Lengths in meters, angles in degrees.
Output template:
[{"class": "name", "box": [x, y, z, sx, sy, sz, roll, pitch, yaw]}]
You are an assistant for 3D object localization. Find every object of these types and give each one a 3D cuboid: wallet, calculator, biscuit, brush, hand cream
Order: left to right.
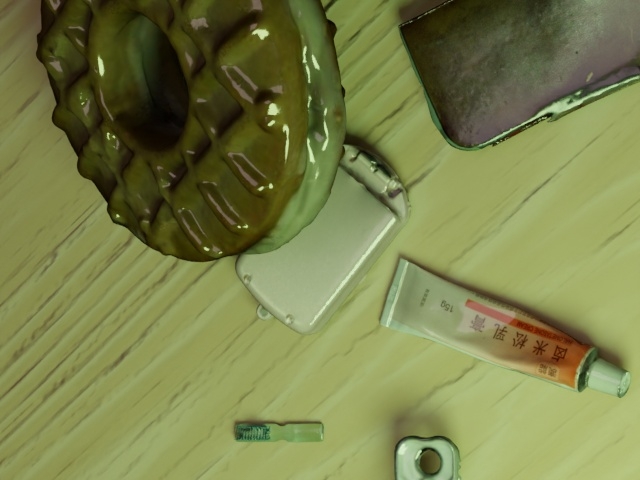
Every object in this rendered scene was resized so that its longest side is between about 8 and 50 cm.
[{"class": "biscuit", "box": [-0.111, -0.135, 1.189, 0.332, 0.103, 0.332, 23, 123, 39]}, {"class": "brush", "box": [-0.037, 0.166, 1.265, 0.083, 0.013, 0.016, -3, 85, 21]}, {"class": "calculator", "box": [0.000, 0.000, 1.243, 0.100, 0.032, 0.175, 43, 104, 19]}, {"class": "hand cream", "box": [0.148, 0.075, 1.182, 0.216, 0.038, 0.052, 21, 69, 26]}, {"class": "wallet", "box": [0.193, -0.171, 1.170, 0.255, 0.031, 0.137, -26, 79, 20]}]

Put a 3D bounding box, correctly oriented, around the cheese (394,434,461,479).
[{"class": "cheese", "box": [0.087, 0.300, 1.171, 0.163, 0.082, 0.286, 2, 88, 22]}]
